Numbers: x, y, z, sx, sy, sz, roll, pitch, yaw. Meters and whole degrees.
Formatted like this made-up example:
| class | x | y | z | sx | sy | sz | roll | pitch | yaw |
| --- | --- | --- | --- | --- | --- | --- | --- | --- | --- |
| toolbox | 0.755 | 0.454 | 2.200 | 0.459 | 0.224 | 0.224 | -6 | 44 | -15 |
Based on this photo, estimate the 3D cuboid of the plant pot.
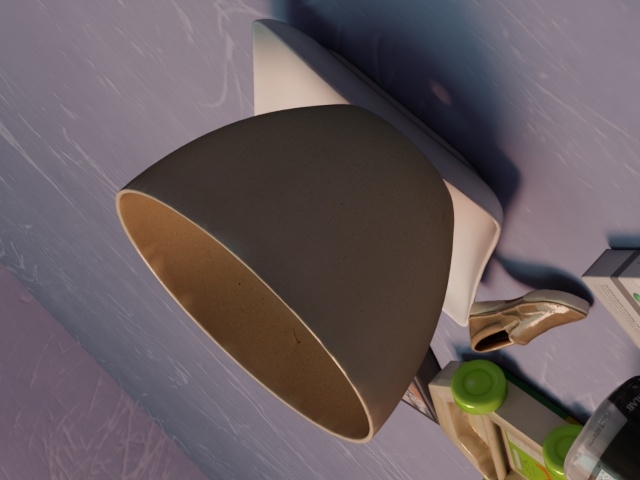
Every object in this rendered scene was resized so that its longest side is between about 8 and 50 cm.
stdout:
| class | x | y | z | sx | sy | sz | roll | pitch | yaw |
| --- | --- | --- | --- | --- | --- | --- | --- | --- | --- |
| plant pot | 0.000 | 0.000 | 1.511 | 0.284 | 0.191 | 0.284 | 41 | 163 | 15 |

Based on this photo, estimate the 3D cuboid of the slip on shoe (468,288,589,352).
| class | x | y | z | sx | sy | sz | roll | pitch | yaw |
| --- | --- | --- | --- | --- | --- | --- | --- | --- | --- |
| slip on shoe | 0.180 | 0.072 | 1.616 | 0.051 | 0.041 | 0.135 | 28 | 156 | -36 |

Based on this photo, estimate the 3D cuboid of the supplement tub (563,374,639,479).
| class | x | y | z | sx | sy | sz | roll | pitch | yaw |
| --- | --- | --- | --- | --- | --- | --- | --- | --- | --- |
| supplement tub | 0.312 | 0.212 | 1.566 | 0.190 | 0.117 | 0.117 | 39 | 163 | 22 |

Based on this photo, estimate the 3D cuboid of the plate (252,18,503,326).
| class | x | y | z | sx | sy | sz | roll | pitch | yaw |
| --- | --- | --- | --- | --- | --- | --- | --- | --- | --- |
| plate | 0.052 | -0.065 | 1.648 | 0.278 | 0.045 | 0.277 | 41 | 164 | 13 |

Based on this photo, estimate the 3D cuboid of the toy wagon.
| class | x | y | z | sx | sy | sz | roll | pitch | yaw |
| --- | --- | --- | --- | --- | --- | --- | --- | --- | --- |
| toy wagon | 0.257 | 0.256 | 1.900 | 0.344 | 0.068 | 0.267 | 35 | 161 | 29 |

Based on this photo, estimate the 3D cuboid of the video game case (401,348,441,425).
| class | x | y | z | sx | sy | sz | roll | pitch | yaw |
| --- | --- | --- | --- | --- | --- | --- | --- | --- | --- |
| video game case | 0.023 | 0.071 | 2.068 | 0.248 | 0.035 | 0.275 | 31 | 159 | 39 |

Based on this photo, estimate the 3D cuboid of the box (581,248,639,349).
| class | x | y | z | sx | sy | sz | roll | pitch | yaw |
| --- | --- | --- | --- | --- | --- | --- | --- | --- | --- |
| box | 0.297 | 0.069 | 1.397 | 0.145 | 0.038 | 0.186 | 49 | 162 | -15 |
